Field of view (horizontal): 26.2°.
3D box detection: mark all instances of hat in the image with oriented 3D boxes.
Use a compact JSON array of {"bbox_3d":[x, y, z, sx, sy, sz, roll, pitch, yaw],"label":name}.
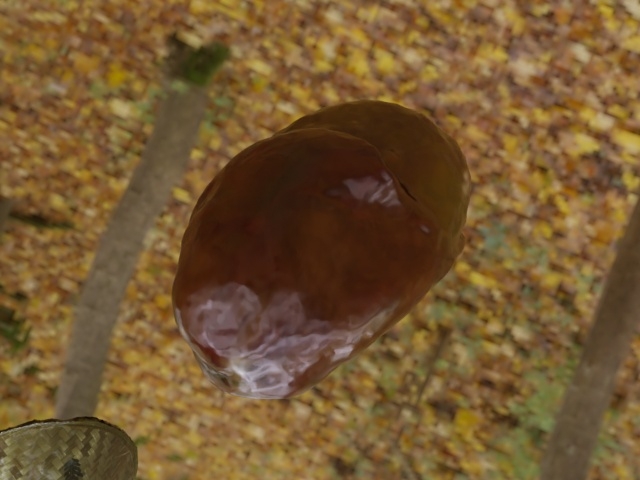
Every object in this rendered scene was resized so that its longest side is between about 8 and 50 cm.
[{"bbox_3d":[-0.166,0.173,0.810,0.146,0.146,0.067,36,-159,-51],"label":"hat"}]

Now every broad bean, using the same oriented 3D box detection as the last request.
[{"bbox_3d":[0.001,-0.001,0.881,0.156,0.228,0.122,33,161,38],"label":"broad bean"}]
